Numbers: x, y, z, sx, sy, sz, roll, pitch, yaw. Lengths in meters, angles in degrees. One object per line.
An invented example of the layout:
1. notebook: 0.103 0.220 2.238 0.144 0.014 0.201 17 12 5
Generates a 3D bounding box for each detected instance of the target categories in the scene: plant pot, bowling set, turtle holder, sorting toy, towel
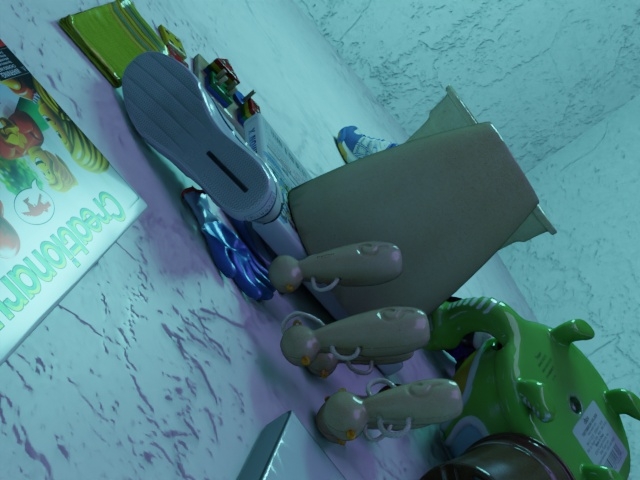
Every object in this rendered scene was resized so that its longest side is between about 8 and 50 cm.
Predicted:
1. plant pot: 0.218 -0.065 1.401 0.334 0.305 0.334 48 16 -19
2. bowling set: 0.038 0.152 0.800 0.287 0.154 0.200 -106 -170 -56
3. turtle holder: 0.266 0.237 1.029 0.320 0.227 0.243 36 44 -18
4. sorting toy: -0.149 -0.244 1.199 0.274 0.046 0.132 44 18 -31
5. plant pot: 0.189 0.307 0.835 0.165 0.167 0.167 14 42 -55
6. towel: -0.259 -0.264 0.969 0.102 0.021 0.237 49 17 -16
7. plant pot: 0.142 -0.032 1.004 0.256 0.274 0.256 54 14 -21

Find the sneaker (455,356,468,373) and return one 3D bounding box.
1. sneaker: 0.358 0.324 1.304 0.314 0.136 0.116 57 16 11

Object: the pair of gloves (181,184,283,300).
1. pair of gloves: -0.088 0.002 0.902 0.159 0.023 0.198 57 17 9

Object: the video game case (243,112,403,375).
1. video game case: 0.000 0.000 1.095 0.329 0.036 0.300 51 15 -31

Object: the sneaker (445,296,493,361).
1. sneaker: 0.260 0.169 1.407 0.146 0.102 0.293 18 -20 20

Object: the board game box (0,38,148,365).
1. board game box: -0.237 -0.035 0.491 0.193 0.053 0.305 50 16 -14

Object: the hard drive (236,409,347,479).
1. hard drive: 0.037 0.306 0.596 0.308 0.040 0.203 53 16 -5

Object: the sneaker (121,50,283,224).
1. sneaker: -0.139 -0.110 0.863 0.258 0.094 0.091 52 -2 19

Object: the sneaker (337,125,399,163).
1. sneaker: 0.135 -0.191 1.753 0.112 0.131 0.296 37 21 -41
